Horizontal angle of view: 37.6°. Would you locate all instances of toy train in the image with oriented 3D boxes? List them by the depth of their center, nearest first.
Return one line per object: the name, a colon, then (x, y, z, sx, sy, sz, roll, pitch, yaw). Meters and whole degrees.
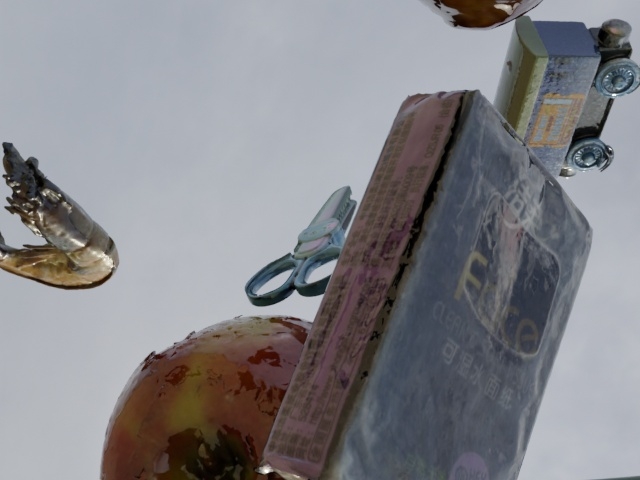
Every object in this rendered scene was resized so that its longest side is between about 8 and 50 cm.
toy train: (0.373, -0.218, 1.481, 0.300, 0.201, 0.131, 96, -9, -46)

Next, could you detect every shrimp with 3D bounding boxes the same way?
shrimp: (-0.401, -0.018, 1.299, 0.178, 0.289, 0.075, -15, -123, 12)

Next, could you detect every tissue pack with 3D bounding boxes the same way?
tissue pack: (0.107, 0.081, 0.830, 0.122, 0.259, 0.361, 5, -117, 43)

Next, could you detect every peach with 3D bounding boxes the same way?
peach: (-0.060, 0.243, 1.055, 0.353, 0.416, 0.339, 22, -92, 21)

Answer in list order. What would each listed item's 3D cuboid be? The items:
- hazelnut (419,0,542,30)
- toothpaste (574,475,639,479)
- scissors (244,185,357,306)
hazelnut: (0.118, -0.257, 0.725, 0.170, 0.202, 0.161, -26, -123, 9)
toothpaste: (0.407, 0.398, 1.428, 0.392, 0.061, 0.099, -10, -112, 31)
scissors: (0.000, 0.000, 1.108, 0.125, 0.256, 0.030, -14, -68, 23)
